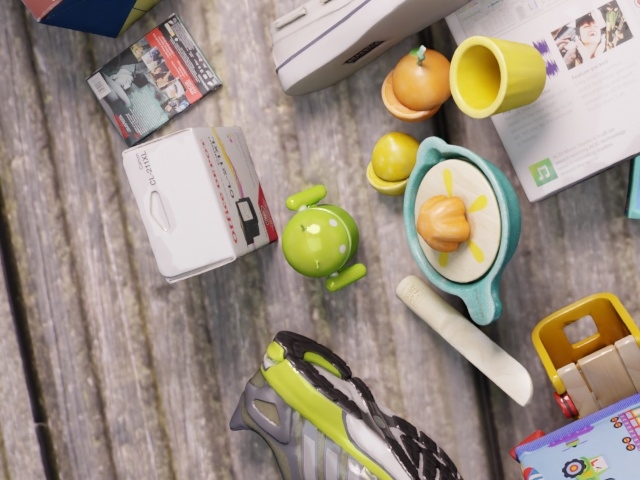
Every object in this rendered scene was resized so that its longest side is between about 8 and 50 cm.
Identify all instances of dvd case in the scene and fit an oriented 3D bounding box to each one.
[{"bbox_3d":[-0.172,-0.163,1.154,0.119,0.013,0.087,-34,89,11],"label":"dvd case"}]

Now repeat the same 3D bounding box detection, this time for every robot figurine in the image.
[{"bbox_3d":[0.000,0.000,1.089,0.067,0.115,0.101,-24,91,12],"label":"robot figurine"}]

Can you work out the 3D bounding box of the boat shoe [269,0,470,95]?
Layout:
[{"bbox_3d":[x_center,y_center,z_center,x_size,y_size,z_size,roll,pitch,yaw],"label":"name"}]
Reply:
[{"bbox_3d":[0.050,-0.225,1.035,0.267,0.096,0.088,-28,79,46],"label":"boat shoe"}]

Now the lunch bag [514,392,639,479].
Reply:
[{"bbox_3d":[0.339,0.212,0.916,0.293,0.221,0.138,-32,119,10],"label":"lunch bag"}]

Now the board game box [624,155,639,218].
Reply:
[{"bbox_3d":[0.398,-0.092,1.043,0.210,0.047,0.160,4,97,10],"label":"board game box"}]

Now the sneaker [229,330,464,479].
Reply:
[{"bbox_3d":[0.037,0.228,1.124,0.300,0.111,0.121,44,112,9],"label":"sneaker"}]

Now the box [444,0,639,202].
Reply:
[{"bbox_3d":[0.232,-0.226,1.023,0.232,0.058,0.322,-25,87,21],"label":"box"}]

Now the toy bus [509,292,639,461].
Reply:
[{"bbox_3d":[0.278,0.146,1.060,0.190,0.104,0.202,13,118,-15],"label":"toy bus"}]

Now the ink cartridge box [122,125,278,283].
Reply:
[{"bbox_3d":[-0.109,-0.039,1.074,0.072,0.175,0.128,-18,93,12],"label":"ink cartridge box"}]

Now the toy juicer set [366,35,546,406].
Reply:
[{"bbox_3d":[0.103,-0.023,1.035,0.209,0.089,0.329,16,110,52],"label":"toy juicer set"}]

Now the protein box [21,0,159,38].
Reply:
[{"bbox_3d":[-0.237,-0.316,1.054,0.136,0.200,0.201,-37,89,11],"label":"protein box"}]
